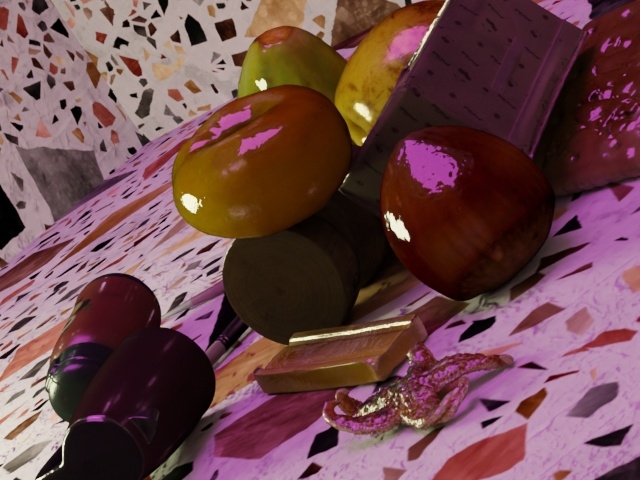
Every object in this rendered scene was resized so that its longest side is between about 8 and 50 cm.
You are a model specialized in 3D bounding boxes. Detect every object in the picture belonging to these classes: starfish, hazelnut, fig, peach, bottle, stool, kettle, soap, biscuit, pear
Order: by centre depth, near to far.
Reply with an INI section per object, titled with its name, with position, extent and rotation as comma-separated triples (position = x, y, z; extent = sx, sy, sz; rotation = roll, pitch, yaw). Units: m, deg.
[starfish]
position = 0.103, 0.158, 1.452
extent = 0.210, 0.053, 0.150
rotation = -24, 28, 16
[hazelnut]
position = 0.164, -0.043, 1.639
extent = 0.208, 0.208, 0.208
rotation = -31, 14, 9
[soap]
position = 0.021, 0.139, 1.688
extent = 0.092, 0.037, 0.252
rotation = -44, 18, -32
[kettle]
position = -0.252, 0.224, 1.734
extent = 0.202, 0.144, 0.232
rotation = -26, 11, 22
[peach]
position = -0.074, -0.097, 1.778
extent = 0.251, 0.153, 0.251
rotation = -31, 18, 11
[biscuit]
position = 0.376, -0.194, 1.821
extent = 0.217, 0.044, 0.325
rotation = -13, 43, 50
[stool]
position = 0.000, 0.000, 1.909
extent = 0.179, 0.179, 0.264
rotation = -24, 17, 33
[bottle]
position = -0.335, 0.170, 2.160
extent = 0.144, 0.144, 0.336
rotation = -30, 16, 11
[pear]
position = 0.164, -0.229, 2.164
extent = 0.281, 0.280, 0.281
rotation = -31, 14, 9
[fig]
position = -0.041, -0.251, 2.586
extent = 0.258, 0.326, 0.258
rotation = -13, 47, 15

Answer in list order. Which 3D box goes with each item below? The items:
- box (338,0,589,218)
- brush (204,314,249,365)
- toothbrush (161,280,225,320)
[box]
position = 0.187, -0.175, 1.856
extent = 0.297, 0.190, 0.225
rotation = -59, 2, -43
[brush]
position = -0.152, 0.162, 2.010
extent = 0.042, 0.039, 0.299
rotation = -22, 20, 49
[toothbrush]
position = -0.197, 0.094, 2.358
extent = 0.286, 0.020, 0.025
rotation = -27, 9, 24
